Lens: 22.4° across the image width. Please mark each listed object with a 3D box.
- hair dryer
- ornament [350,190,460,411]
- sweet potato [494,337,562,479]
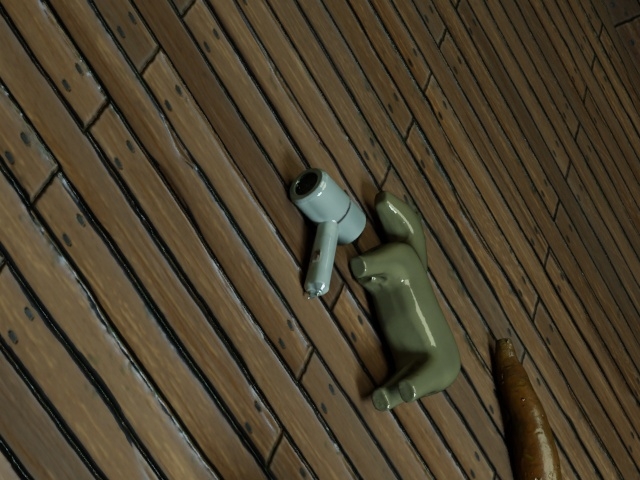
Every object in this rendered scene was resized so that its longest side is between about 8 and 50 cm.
[{"bbox_3d":[0.000,0.000,1.667,0.082,0.047,0.137,45,43,-38],"label":"hair dryer"},{"bbox_3d":[0.088,0.057,1.764,0.245,0.061,0.230,-13,80,-66],"label":"ornament"},{"bbox_3d":[0.255,0.241,1.946,0.057,0.057,0.264,19,56,-56],"label":"sweet potato"}]
